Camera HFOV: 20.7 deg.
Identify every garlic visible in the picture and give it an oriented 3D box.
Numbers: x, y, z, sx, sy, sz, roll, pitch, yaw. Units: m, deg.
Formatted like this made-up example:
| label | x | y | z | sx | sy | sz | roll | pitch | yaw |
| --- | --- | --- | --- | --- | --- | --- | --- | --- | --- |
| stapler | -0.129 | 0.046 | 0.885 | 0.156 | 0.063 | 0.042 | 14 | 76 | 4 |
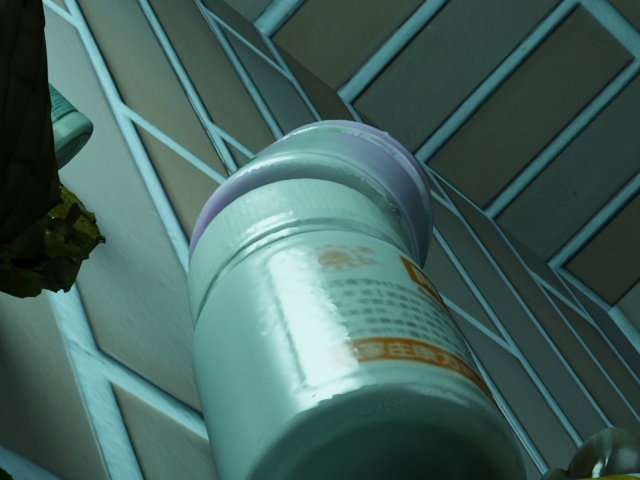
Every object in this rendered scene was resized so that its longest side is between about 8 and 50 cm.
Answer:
| label | x | y | z | sx | sy | sz | roll | pitch | yaw |
| --- | --- | --- | --- | --- | --- | --- | --- | --- | --- |
| garlic | 0.335 | 0.311 | 1.889 | 0.214 | 0.160 | 0.191 | 43 | 16 | 7 |

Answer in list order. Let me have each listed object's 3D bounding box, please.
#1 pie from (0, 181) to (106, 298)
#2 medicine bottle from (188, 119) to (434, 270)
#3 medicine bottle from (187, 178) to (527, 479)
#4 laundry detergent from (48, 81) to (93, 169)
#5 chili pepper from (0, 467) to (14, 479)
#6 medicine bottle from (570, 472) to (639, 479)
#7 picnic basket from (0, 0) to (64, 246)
| label | x | y | z | sx | sy | sz | roll | pitch | yaw |
| --- | --- | --- | --- | --- | --- | --- | --- | --- | --- |
| pie | -0.295 | -0.071 | 1.170 | 0.288 | 0.103 | 0.355 | 33 | 2 | -46 |
| medicine bottle | 0.000 | 0.000 | 1.702 | 0.212 | 0.212 | 0.325 | 44 | 12 | -3 |
| medicine bottle | 0.012 | 0.111 | 1.344 | 0.211 | 0.211 | 0.371 | 39 | 13 | -25 |
| laundry detergent | -0.304 | -0.156 | 1.557 | 0.225 | 0.070 | 0.099 | 45 | 18 | 1 |
| chili pepper | -0.119 | 0.221 | 0.877 | 0.085 | 0.076 | 0.359 | 8 | 30 | -28 |
| medicine bottle | 0.133 | 0.235 | 1.122 | 0.318 | 0.158 | 0.158 | -1 | 37 | -30 |
| picnic basket | -0.295 | -0.057 | 0.797 | 0.293 | 0.337 | 0.337 | 17 | 4 | 17 |
